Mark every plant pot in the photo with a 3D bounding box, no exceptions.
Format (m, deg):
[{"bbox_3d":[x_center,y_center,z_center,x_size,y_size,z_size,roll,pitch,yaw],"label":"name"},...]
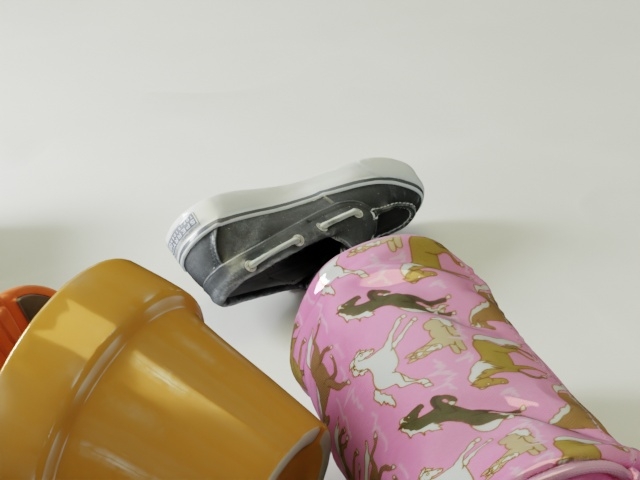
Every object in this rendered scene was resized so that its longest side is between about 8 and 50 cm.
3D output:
[{"bbox_3d":[-0.103,0.142,1.195,0.188,0.205,0.205,25,34,20],"label":"plant pot"}]

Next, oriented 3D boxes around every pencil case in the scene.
[{"bbox_3d":[0.098,0.130,1.225,0.167,0.160,0.386,9,19,-22],"label":"pencil case"}]

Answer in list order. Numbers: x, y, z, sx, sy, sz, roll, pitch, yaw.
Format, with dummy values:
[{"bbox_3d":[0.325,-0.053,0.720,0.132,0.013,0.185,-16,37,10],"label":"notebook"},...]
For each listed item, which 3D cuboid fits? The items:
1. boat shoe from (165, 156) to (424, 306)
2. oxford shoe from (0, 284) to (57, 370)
[{"bbox_3d":[0.000,0.000,1.593,0.301,0.108,0.102,-11,56,-46],"label":"boat shoe"},{"bbox_3d":[-0.312,0.177,1.248,0.363,0.130,0.132,-39,1,-38],"label":"oxford shoe"}]
